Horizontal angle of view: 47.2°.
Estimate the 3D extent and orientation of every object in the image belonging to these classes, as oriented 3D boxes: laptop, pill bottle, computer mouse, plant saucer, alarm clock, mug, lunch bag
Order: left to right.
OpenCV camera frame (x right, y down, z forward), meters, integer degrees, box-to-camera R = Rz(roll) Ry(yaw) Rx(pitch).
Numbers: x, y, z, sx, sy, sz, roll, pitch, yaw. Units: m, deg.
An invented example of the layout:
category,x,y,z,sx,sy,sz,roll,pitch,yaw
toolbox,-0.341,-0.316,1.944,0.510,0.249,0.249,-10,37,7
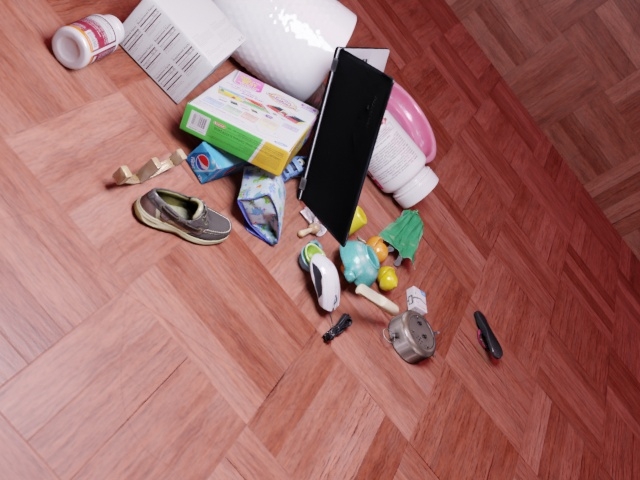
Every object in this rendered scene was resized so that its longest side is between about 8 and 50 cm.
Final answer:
category,x,y,z,sx,sy,sz,roll,pitch,yaw
pill bottle,-0.467,-0.409,1.489,0.086,0.086,0.152,49,34,-10
lunch bag,-0.122,-0.083,1.633,0.151,0.096,0.128,66,21,-43
mug,-0.096,-0.595,1.884,0.328,0.276,0.374,31,77,-17
computer mouse,0.023,0.120,1.636,0.106,0.042,0.193,-19,96,-55
laptop,0.109,-0.239,1.737,0.236,0.382,0.408,27,25,24
pill bottle,0.199,-0.239,2.094,0.283,0.160,0.160,48,35,-10
plant saucer,0.230,-0.368,2.313,0.332,0.084,0.332,30,42,-32
alarm clock,0.220,0.236,1.812,0.192,0.064,0.129,7,57,-44

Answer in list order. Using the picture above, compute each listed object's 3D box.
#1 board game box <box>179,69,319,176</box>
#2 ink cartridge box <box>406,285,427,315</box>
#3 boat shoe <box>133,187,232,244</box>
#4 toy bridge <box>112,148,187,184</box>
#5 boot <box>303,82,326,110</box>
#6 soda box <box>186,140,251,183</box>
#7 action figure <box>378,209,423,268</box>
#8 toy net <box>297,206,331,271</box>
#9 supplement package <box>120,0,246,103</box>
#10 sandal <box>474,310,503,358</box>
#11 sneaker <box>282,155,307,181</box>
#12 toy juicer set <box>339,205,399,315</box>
category,x,y,z,sx,sy,sz,roll,pitch,yaw
board game box,-0.147,-0.277,1.670,0.242,0.064,0.316,26,29,1
ink cartridge box,0.255,0.168,1.938,0.048,0.028,0.083,31,42,-32
boat shoe,-0.258,-0.050,1.452,0.224,0.073,0.080,18,49,-42
toy bridge,-0.338,-0.138,1.437,0.026,0.063,0.188,56,32,1
boot,0.027,-0.433,2.126,0.161,0.083,0.246,37,36,-16
soda box,-0.202,-0.192,1.647,0.071,0.067,0.210,57,33,3
action figure,0.238,-0.021,2.046,0.137,0.063,0.232,47,39,-9
toy net,0.000,0.000,1.752,0.122,0.045,0.232,34,39,-28
supplement package,-0.315,-0.459,1.660,0.203,0.149,0.194,47,35,-13
sandal,0.478,0.279,2.118,0.067,0.040,0.179,37,23,-34
sneaker,-0.074,-0.179,1.801,0.053,0.059,0.144,59,35,1
toy juicer set,0.111,0.081,1.795,0.209,0.089,0.329,48,24,-33
